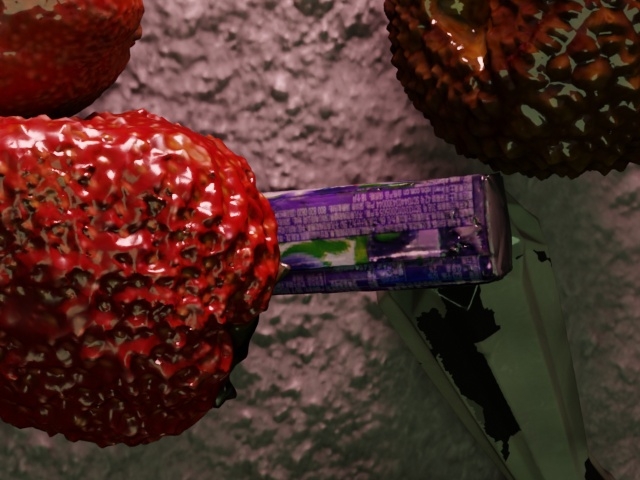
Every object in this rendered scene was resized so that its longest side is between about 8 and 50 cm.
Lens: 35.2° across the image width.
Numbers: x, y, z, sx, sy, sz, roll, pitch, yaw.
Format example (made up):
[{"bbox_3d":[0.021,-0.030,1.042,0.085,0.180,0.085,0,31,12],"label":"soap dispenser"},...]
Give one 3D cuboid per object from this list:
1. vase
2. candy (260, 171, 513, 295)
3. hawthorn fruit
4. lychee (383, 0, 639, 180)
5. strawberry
[{"bbox_3d":[0.175,0.125,0.951,0.165,0.165,0.360,-27,114,-2],"label":"vase"},{"bbox_3d":[0.000,0.000,0.834,0.312,0.061,0.088,-4,92,24],"label":"candy"},{"bbox_3d":[-0.256,-0.188,0.729,0.253,0.205,0.205,6,106,-21],"label":"hawthorn fruit"},{"bbox_3d":[0.190,-0.177,0.812,0.267,0.267,0.268,-4,108,-11],"label":"lychee"},{"bbox_3d":[-0.167,0.029,0.742,0.261,0.257,0.261,1,96,13],"label":"strawberry"}]
